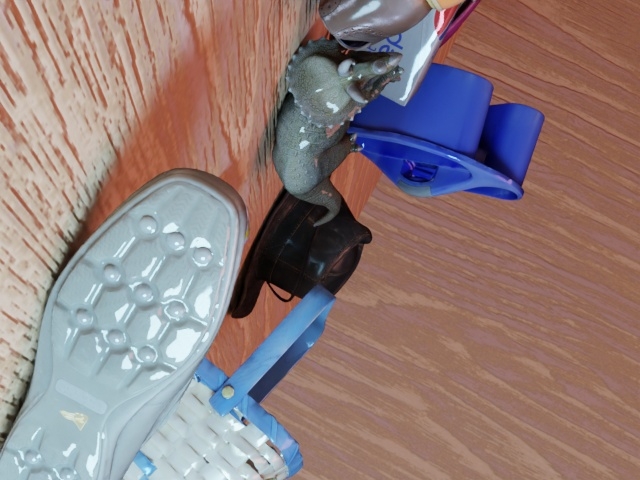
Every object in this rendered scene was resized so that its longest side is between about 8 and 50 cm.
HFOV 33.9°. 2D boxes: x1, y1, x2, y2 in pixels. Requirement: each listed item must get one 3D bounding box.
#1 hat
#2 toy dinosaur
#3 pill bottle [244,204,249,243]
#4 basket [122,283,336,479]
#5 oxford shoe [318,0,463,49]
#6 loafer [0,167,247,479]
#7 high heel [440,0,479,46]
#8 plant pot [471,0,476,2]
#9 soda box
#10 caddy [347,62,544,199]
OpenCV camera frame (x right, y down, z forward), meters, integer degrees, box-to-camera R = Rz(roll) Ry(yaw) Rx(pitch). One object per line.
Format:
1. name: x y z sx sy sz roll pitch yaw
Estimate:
1. hat: 0.000 0.000 1.554 0.331 0.134 0.331 -62 174 -11
2. toy dinosaur: -0.003 -0.126 1.136 0.160 0.121 0.313 -41 167 -42
3. pill bottle: -0.091 -0.019 1.022 0.043 0.043 0.083 -61 174 -15
4. basket: -0.092 0.180 1.163 0.289 0.201 0.255 -51 172 -13
5. oxford shoe: 0.056 -0.261 1.017 0.133 0.130 0.363 -30 -171 12
6. loafer: -0.140 0.076 0.734 0.319 0.112 0.111 -56 -177 26
7. high heel: 0.217 -0.387 1.439 0.377 0.127 0.181 -52 -165 50
8. plant pot: 0.255 -0.353 0.900 0.272 0.265 0.272 -3 90 -84
9. soda box: 0.139 -0.329 1.394 0.286 0.098 0.091 -64 175 24
10. caddy: 0.180 -0.151 1.623 0.341 0.241 0.179 19 -95 59
